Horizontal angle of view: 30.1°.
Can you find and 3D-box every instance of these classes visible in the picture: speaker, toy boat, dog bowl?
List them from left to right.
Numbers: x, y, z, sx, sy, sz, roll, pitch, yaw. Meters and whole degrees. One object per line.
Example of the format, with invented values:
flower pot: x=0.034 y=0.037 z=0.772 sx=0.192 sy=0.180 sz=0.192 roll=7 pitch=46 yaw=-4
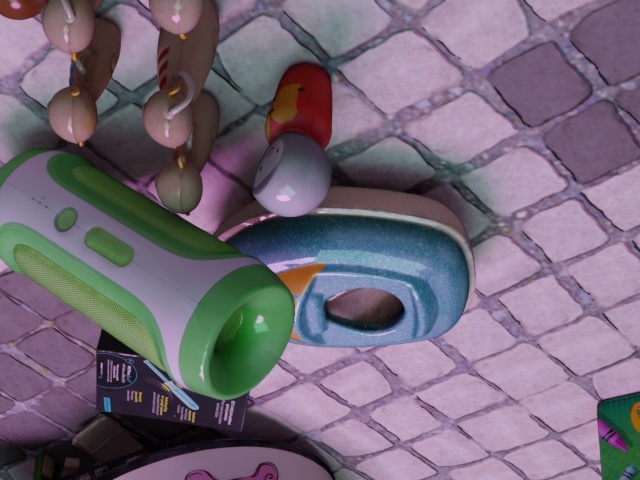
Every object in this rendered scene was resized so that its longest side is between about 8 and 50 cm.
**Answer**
speaker: x=-0.166 y=0.022 z=1.039 sx=0.296 sy=0.131 sz=0.131 roll=29 pitch=150 yaw=32
dog bowl: x=-0.151 y=0.425 z=1.466 sx=0.408 sy=0.150 sz=0.408 roll=-13 pitch=138 yaw=-12
toy boat: x=0.000 y=0.000 z=1.074 sx=0.267 sy=0.148 sz=0.318 roll=-3 pitch=138 yaw=11

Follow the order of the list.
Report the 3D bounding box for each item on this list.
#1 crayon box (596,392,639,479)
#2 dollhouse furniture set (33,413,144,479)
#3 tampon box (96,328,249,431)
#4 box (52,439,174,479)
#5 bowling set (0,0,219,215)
crayon box: x=0.406 y=0.317 z=1.363 sx=0.081 sy=0.165 sz=0.278 roll=-18 pitch=133 yaw=25
dollhouse furniture set: x=-0.296 y=0.265 z=1.510 sx=0.151 sy=0.058 sz=0.076 roll=-38 pitch=117 yaw=16
tampon box: x=-0.150 y=0.121 z=1.266 sx=0.161 sy=0.101 sz=0.120 roll=9 pitch=139 yaw=-4
box: x=-0.289 y=0.405 z=1.548 sx=0.295 sy=0.073 sz=0.293 roll=-20 pitch=140 yaw=-2
bowling set: x=-0.174 y=-0.143 z=0.931 sx=0.200 sy=0.154 sz=0.287 roll=5 pitch=138 yaw=1
